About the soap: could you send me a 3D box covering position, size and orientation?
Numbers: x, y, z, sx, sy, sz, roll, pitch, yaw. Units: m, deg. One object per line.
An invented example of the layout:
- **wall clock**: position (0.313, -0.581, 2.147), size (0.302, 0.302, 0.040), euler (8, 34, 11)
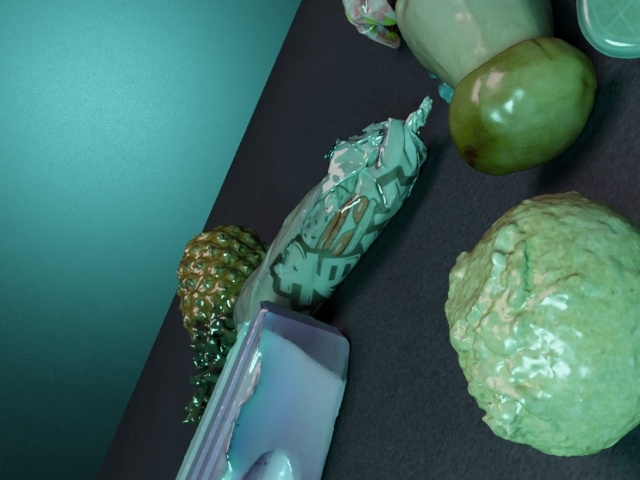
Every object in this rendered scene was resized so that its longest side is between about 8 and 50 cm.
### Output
- **soap**: position (-0.075, 0.234, 0.842), size (0.324, 0.109, 0.193), euler (-68, 15, 3)

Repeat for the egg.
- **egg**: position (0.121, 0.039, 0.408), size (0.118, 0.116, 0.140), euler (84, -159, -57)

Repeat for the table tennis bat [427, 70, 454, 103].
- **table tennis bat**: position (0.147, -0.211, 0.864), size (0.201, 0.033, 0.124), euler (-79, 16, -46)

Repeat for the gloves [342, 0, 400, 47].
- **gloves**: position (0.091, -0.349, 1.109), size (0.145, 0.126, 0.241), euler (-71, 22, 6)

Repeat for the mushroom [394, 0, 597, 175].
- **mushroom**: position (0.134, -0.179, 0.686), size (0.128, 0.128, 0.350), euler (-58, 21, 32)

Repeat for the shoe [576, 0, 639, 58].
- **shoe**: position (0.218, -0.199, 0.544), size (0.078, 0.079, 0.195), euler (50, -133, -66)

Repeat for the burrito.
- **burrito**: position (0.000, 0.000, 0.933), size (0.445, 0.101, 0.139), euler (-53, 4, 44)

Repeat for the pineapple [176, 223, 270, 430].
- **pineapple**: position (-0.134, 0.137, 1.157), size (0.169, 0.169, 0.341), euler (-57, 26, 36)
